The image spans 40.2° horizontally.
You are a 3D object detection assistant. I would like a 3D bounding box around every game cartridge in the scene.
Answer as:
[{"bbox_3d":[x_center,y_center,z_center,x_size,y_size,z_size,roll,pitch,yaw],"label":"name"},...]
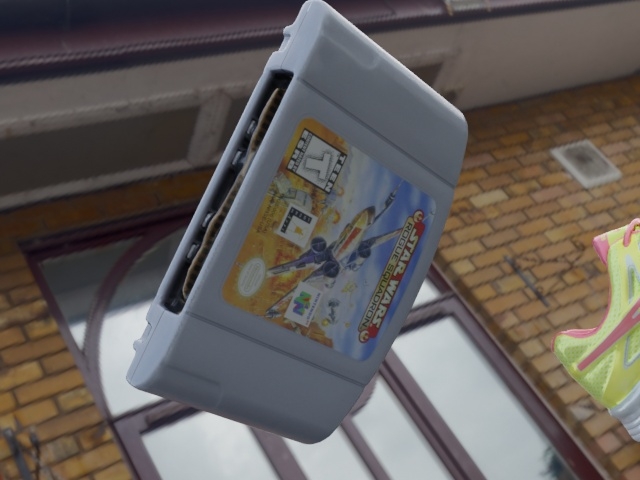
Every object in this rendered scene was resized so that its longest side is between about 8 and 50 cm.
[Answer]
[{"bbox_3d":[0.000,0.000,0.660,0.198,0.062,0.297,28,-95,-35],"label":"game cartridge"}]

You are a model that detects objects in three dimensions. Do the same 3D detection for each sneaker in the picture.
[{"bbox_3d":[0.206,0.008,0.498,0.209,0.094,0.081,-59,-27,8],"label":"sneaker"}]
